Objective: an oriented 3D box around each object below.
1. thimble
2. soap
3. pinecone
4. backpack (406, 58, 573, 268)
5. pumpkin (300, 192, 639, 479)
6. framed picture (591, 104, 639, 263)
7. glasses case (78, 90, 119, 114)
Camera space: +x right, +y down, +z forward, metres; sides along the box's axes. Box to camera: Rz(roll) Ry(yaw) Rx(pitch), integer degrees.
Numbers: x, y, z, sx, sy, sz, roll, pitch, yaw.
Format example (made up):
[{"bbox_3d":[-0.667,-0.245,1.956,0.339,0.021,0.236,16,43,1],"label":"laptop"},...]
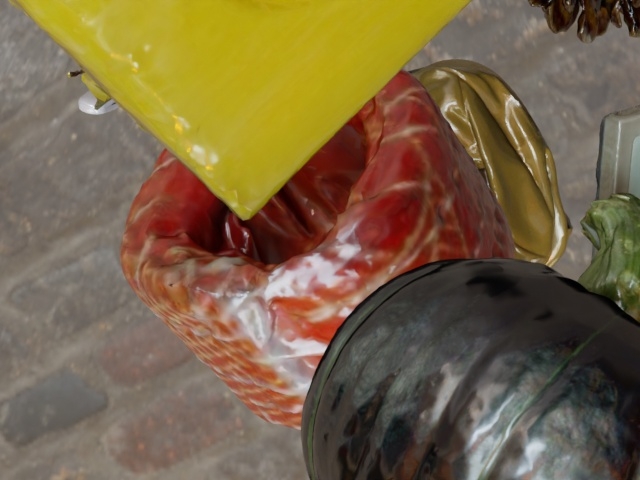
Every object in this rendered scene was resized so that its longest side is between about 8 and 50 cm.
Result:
[{"bbox_3d":[0.000,0.000,1.240,0.350,0.350,0.230,-25,126,15],"label":"thimble"},{"bbox_3d":[0.021,-0.176,0.397,0.324,0.096,0.204,-45,142,-1],"label":"soap"},{"bbox_3d":[0.415,-0.392,1.836,0.309,0.244,0.244,17,129,33],"label":"pinecone"},{"bbox_3d":[0.160,-0.071,1.860,0.354,0.201,0.378,-28,76,27],"label":"backpack"},{"bbox_3d":[0.154,0.107,0.787,0.296,0.296,0.295,0,122,0],"label":"pumpkin"},{"bbox_3d":[0.282,0.027,0.963,0.232,0.024,0.314,-19,123,-28],"label":"framed picture"},{"bbox_3d":[-0.211,-0.148,1.321,0.032,0.083,0.021,15,123,25],"label":"glasses case"}]
